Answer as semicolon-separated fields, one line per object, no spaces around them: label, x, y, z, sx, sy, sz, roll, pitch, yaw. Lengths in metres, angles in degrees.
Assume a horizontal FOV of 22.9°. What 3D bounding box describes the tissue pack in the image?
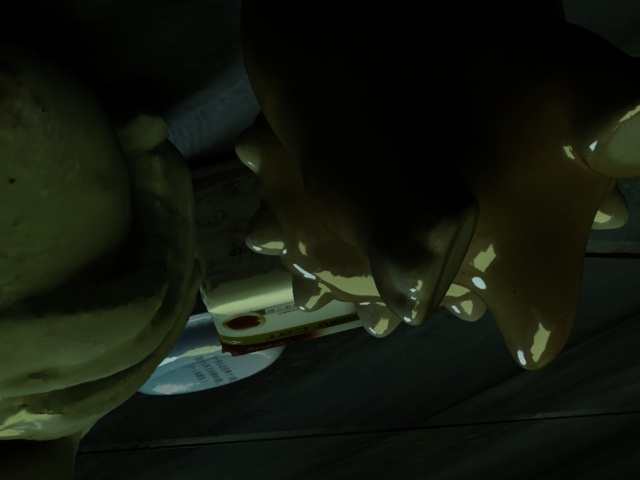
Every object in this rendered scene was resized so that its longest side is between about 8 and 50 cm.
tissue pack;0.000;0.001;0.940;0.149;0.099;0.106;-14;161;-1

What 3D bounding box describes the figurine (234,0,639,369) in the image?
figurine;0.058;-0.029;0.680;0.177;0.247;0.173;-30;130;-15

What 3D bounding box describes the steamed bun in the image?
steamed bun;-0.215;0.059;0.759;0.324;0.219;0.310;-21;161;19

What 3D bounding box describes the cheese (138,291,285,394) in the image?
cheese;-0.119;0.083;1.168;0.245;0.052;0.135;-15;159;4
